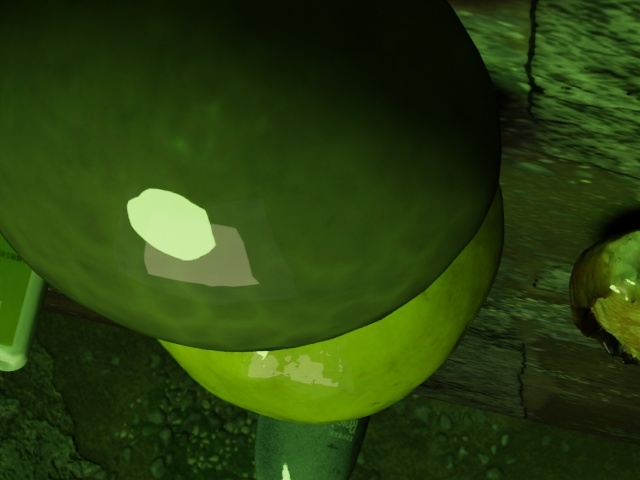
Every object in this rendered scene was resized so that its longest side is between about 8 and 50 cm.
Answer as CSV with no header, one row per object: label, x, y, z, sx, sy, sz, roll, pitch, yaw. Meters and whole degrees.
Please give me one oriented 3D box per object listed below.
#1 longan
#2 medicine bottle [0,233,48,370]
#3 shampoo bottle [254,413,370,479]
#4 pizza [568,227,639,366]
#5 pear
longan,-0.038,-0.049,0.739,0.212,0.198,0.198,13,173,36
medicine bottle,-0.177,-0.030,1.037,0.088,0.188,0.132,14,171,-8
shampoo bottle,0.006,0.070,1.247,0.087,0.234,0.049,20,169,-42
pizza,0.274,0.045,1.215,0.287,0.074,0.251,6,169,35
pear,0.000,0.000,0.983,0.200,0.200,0.200,13,171,2
